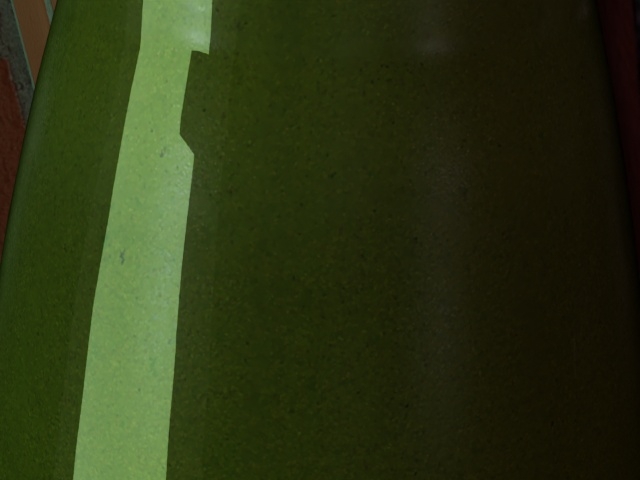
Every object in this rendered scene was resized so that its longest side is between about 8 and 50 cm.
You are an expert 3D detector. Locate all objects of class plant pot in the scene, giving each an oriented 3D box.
[{"bbox_3d":[0.000,0.000,0.790,0.366,0.366,0.353,-138,45,-59],"label":"plant pot"}]
